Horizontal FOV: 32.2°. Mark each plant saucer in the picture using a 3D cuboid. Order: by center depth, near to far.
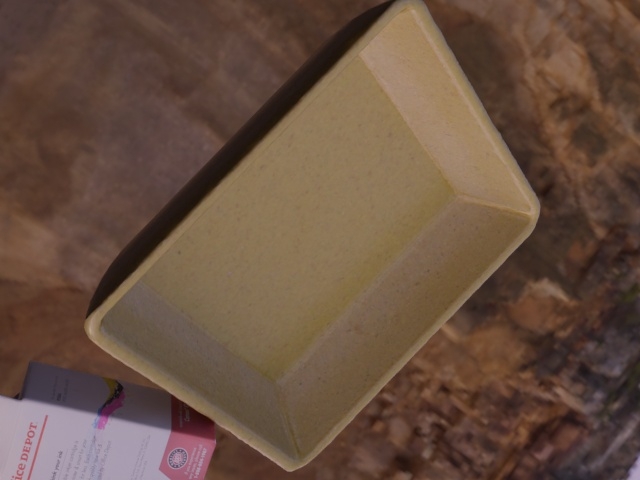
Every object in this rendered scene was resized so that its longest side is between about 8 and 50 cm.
[{"bbox_3d":[0.000,0.000,0.906,0.333,0.333,0.081,-46,-129,-2],"label":"plant saucer"}]

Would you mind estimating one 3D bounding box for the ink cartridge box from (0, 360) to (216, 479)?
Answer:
[{"bbox_3d":[-0.196,0.172,0.903,0.067,0.198,0.115,-109,-142,-66],"label":"ink cartridge box"}]

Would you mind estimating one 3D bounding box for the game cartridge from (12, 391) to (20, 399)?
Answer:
[{"bbox_3d":[-0.396,0.330,1.132,0.355,0.068,0.230,-43,147,-23],"label":"game cartridge"}]
